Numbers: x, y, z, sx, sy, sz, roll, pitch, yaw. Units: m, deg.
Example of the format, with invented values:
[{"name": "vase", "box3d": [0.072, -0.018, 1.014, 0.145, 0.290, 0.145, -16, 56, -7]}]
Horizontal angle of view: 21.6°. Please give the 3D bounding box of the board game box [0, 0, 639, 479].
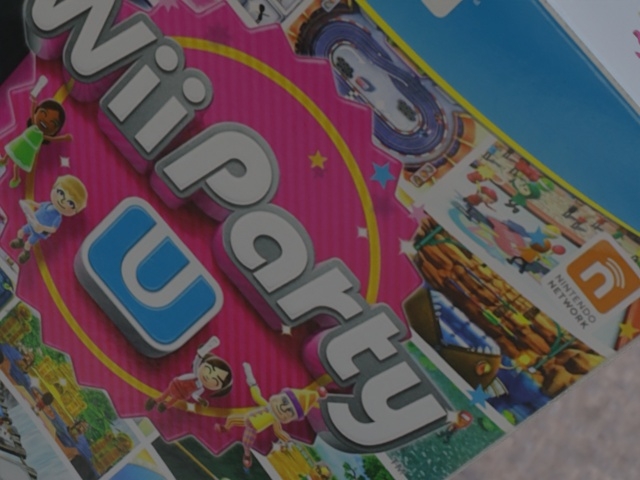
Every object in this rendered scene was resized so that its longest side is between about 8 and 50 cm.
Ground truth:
[{"name": "board game box", "box3d": [-0.048, -0.012, 0.487, 0.224, 0.303, 0.097, 49, 32, 2]}]
